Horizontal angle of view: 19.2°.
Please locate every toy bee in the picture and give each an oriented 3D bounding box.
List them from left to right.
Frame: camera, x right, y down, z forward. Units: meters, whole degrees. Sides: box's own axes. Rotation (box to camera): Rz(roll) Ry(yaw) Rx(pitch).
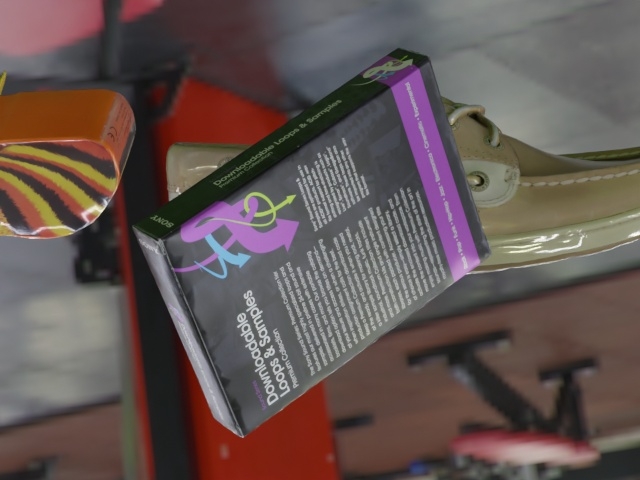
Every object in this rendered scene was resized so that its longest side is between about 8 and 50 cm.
[{"bbox_3d":[-0.267,-0.047,1.273,0.298,0.195,0.162,22,139,20],"label":"toy bee"}]

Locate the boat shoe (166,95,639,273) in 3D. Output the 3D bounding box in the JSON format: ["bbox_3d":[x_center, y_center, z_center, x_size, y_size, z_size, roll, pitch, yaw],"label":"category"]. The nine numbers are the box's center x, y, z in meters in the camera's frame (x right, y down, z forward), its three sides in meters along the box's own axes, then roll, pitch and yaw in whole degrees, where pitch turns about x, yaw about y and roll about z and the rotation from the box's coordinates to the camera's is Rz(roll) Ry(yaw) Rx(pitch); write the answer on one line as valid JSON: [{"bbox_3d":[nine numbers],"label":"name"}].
[{"bbox_3d":[0.065,-0.033,1.058,0.302,0.098,0.109,-8,-175,-1],"label":"boat shoe"}]

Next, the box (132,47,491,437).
[{"bbox_3d":[0.000,0.000,0.880,0.162,0.116,0.029,-35,-146,-24],"label":"box"}]
